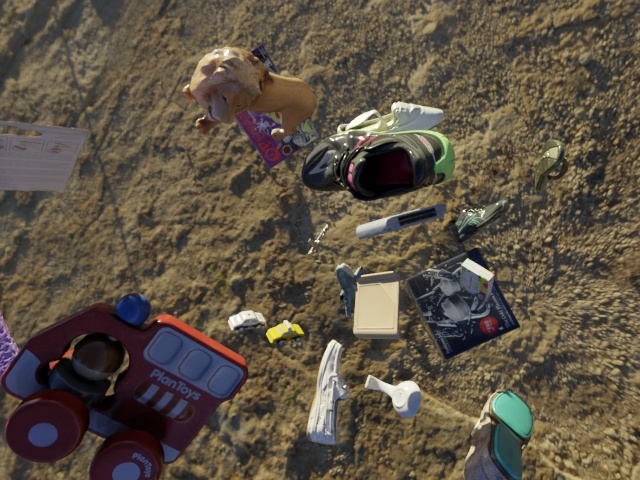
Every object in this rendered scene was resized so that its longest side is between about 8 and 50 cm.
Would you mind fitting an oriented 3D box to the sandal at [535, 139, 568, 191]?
[{"bbox_3d":[0.818,-0.261,1.475,0.086,0.303,0.120,8,81,21],"label":"sandal"}]

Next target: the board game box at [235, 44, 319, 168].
[{"bbox_3d":[-0.183,-0.442,1.410,0.208,0.056,0.347,-34,104,0],"label":"board game box"}]

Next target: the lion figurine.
[{"bbox_3d":[-0.118,-0.299,0.872,0.240,0.392,0.142,-11,97,40],"label":"lion figurine"}]

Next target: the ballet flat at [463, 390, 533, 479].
[{"bbox_3d":[0.344,0.394,0.834,0.107,0.316,0.106,48,115,22],"label":"ballet flat"}]

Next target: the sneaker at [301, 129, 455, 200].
[{"bbox_3d":[0.113,-0.208,1.148,0.482,0.202,0.185,0,111,42],"label":"sneaker"}]

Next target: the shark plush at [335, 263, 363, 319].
[{"bbox_3d":[0.060,0.131,1.098,0.073,0.067,0.161,16,118,21],"label":"shark plush"}]

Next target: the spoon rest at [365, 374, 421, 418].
[{"bbox_3d":[0.297,0.607,1.666,0.276,0.084,0.137,4,71,58],"label":"spoon rest"}]

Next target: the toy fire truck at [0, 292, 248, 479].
[{"bbox_3d":[-0.300,0.218,0.660,0.302,0.169,0.254,37,91,-16],"label":"toy fire truck"}]

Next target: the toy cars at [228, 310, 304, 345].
[{"bbox_3d":[-0.269,0.425,2.120,0.393,0.176,0.087,15,115,8],"label":"toy cars"}]

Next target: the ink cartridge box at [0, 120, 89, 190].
[{"bbox_3d":[-0.473,-0.140,0.629,0.232,0.189,0.066,-32,70,46],"label":"ink cartridge box"}]

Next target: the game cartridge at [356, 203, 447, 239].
[{"bbox_3d":[0.281,-0.066,1.494,0.196,0.294,0.060,-22,84,58],"label":"game cartridge"}]

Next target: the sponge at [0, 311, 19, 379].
[{"bbox_3d":[-0.823,0.246,1.020,0.117,0.031,0.210,-31,76,-19],"label":"sponge"}]

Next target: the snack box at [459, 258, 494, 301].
[{"bbox_3d":[0.509,0.131,1.372,0.037,0.141,0.100,-42,55,-16],"label":"snack box"}]

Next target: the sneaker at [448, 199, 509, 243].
[{"bbox_3d":[0.593,-0.087,1.603,0.106,0.101,0.267,61,141,15],"label":"sneaker"}]

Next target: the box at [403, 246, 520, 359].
[{"bbox_3d":[0.553,0.255,1.688,0.312,0.179,0.343,-25,76,3],"label":"box"}]

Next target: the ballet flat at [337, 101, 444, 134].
[{"bbox_3d":[0.246,-0.426,1.532,0.400,0.139,0.139,-16,75,14],"label":"ballet flat"}]

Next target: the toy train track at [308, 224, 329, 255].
[{"bbox_3d":[0.000,0.000,0.956,0.014,0.048,0.083,11,61,44],"label":"toy train track"}]

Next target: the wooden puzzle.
[{"bbox_3d":[0.213,0.244,1.561,0.221,0.044,0.239,-14,70,50],"label":"wooden puzzle"}]

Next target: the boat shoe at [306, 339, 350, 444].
[{"bbox_3d":[0.039,0.425,1.183,0.096,0.098,0.277,6,71,18],"label":"boat shoe"}]
